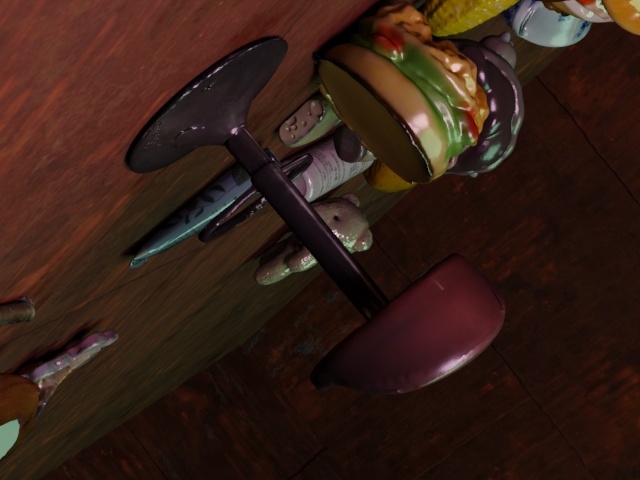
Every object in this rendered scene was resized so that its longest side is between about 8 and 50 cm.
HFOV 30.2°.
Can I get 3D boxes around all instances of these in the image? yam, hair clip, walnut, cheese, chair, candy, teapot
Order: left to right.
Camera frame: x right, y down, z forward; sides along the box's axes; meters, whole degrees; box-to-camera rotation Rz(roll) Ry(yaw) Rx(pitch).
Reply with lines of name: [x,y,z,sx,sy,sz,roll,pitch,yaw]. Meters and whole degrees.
walnut: [-0.485,0.261,1.591,0.245,0.137,0.137,-37,174,-19]
yam: [-0.383,0.087,1.409,0.027,0.033,0.129,-15,176,17]
hair clip: [-0.422,0.208,1.896,0.146,0.075,0.257,-40,-179,32]
chair: [0.000,0.000,1.290,0.226,0.401,0.226,-40,173,-6]
cheese: [0.002,-0.176,1.737,0.097,0.037,0.192,-40,173,18]
candy: [0.207,-0.335,1.546,0.199,0.106,0.094,-36,-163,41]
teapot: [0.363,-0.394,1.848,0.232,0.159,0.159,-46,178,-31]

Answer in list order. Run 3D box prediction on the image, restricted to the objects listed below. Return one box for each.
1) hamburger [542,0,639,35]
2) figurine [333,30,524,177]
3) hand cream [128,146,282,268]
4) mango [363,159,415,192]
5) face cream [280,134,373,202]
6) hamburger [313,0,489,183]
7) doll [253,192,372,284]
hamburger: [0.375,-0.377,1.398,0.302,0.186,0.261,17,102,-37]
figurine: [0.171,-0.196,1.840,0.380,0.203,0.248,-18,122,-49]
hand cream: [-0.164,-0.039,1.683,0.256,0.055,0.088,-38,-178,7]
mango: [0.185,-0.207,2.144,0.187,0.144,0.359,-38,172,-42]
face cream: [0.025,-0.134,1.993,0.082,0.082,0.269,-44,172,38]
hamburger: [0.116,-0.188,1.493,0.149,0.237,0.237,-42,175,-10]
doll: [-0.033,-0.002,2.575,0.278,0.175,0.149,-32,138,16]
